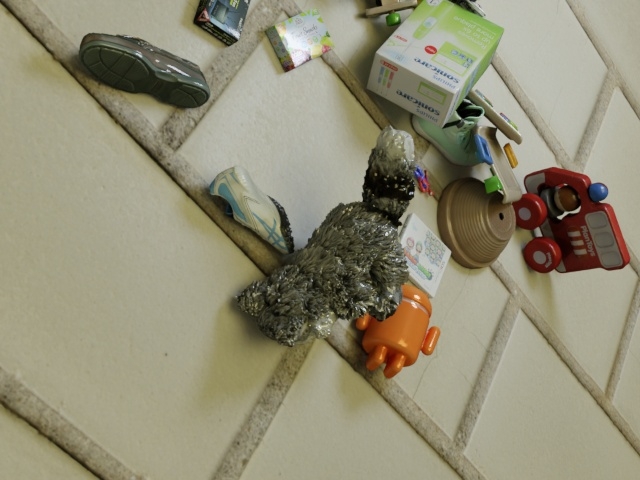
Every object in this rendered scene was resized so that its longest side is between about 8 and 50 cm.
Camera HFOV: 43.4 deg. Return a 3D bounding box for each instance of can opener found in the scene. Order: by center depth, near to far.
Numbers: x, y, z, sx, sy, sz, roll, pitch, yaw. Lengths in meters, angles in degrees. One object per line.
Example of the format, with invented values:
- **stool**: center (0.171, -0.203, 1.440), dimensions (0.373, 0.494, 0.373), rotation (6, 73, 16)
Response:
- **can opener**: center (0.383, -0.600, 2.026), dimensions (0.074, 0.093, 0.280), rotation (39, 11, -7)

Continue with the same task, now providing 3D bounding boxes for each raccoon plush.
- **raccoon plush**: center (0.000, 0.000, 1.547), dimensions (0.299, 0.216, 0.446), rotation (-10, 109, -42)

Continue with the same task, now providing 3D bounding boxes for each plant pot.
- **plant pot**: center (0.412, -0.050, 2.021), dimensions (0.237, 0.110, 0.237), rotation (9, 76, -39)

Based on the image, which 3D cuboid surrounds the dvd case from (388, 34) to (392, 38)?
- **dvd case**: center (0.208, -0.443, 1.988), dimensions (0.119, 0.013, 0.087), rotation (24, 66, -34)

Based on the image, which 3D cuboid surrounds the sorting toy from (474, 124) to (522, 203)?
- **sorting toy**: center (0.432, -0.183, 1.983), dimensions (0.348, 0.047, 0.196), rotation (-11, 80, -64)

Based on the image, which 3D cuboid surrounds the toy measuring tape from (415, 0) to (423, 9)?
- **toy measuring tape**: center (0.293, -0.619, 2.032), dimensions (0.121, 0.121, 0.330), rotation (-37, 106, -39)

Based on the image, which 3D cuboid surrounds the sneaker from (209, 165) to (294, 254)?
- **sneaker**: center (-0.129, -0.053, 1.585), dimensions (0.237, 0.086, 0.085), rotation (50, 24, -36)

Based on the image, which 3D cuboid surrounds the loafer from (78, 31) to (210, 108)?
- **loafer**: center (-0.322, -0.320, 1.467), dimensions (0.268, 0.096, 0.084), rotation (18, 50, -44)

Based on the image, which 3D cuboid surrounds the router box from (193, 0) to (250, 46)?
- **router box**: center (-0.196, -0.470, 1.626), dimensions (0.092, 0.038, 0.122), rotation (28, 64, -35)

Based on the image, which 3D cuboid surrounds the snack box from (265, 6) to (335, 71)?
- **snack box**: center (-0.042, -0.440, 1.754), dimensions (0.141, 0.037, 0.100), rotation (-37, 104, -39)

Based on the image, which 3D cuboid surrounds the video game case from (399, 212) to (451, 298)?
- **video game case**: center (0.241, 0.036, 1.913), dimensions (0.157, 0.019, 0.143), rotation (43, 56, -26)

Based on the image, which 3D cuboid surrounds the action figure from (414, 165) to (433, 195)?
- **action figure**: center (0.243, -0.156, 1.951), dimensions (0.115, 0.030, 0.038), rotation (58, 46, -18)

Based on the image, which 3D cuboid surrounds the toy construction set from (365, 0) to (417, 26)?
- **toy construction set**: center (0.116, -0.609, 1.831), dimensions (0.309, 0.257, 0.237), rotation (-12, 102, -22)

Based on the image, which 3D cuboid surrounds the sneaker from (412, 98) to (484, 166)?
- **sneaker**: center (0.365, -0.265, 1.996), dimensions (0.256, 0.151, 0.094), rotation (25, 64, -36)

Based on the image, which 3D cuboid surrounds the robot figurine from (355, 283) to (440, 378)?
- **robot figurine**: center (0.170, 0.188, 1.748), dimensions (0.128, 0.158, 0.219), rotation (56, 47, -46)

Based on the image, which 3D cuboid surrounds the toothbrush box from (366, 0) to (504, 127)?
- **toothbrush box**: center (0.272, -0.427, 1.887), dimensions (0.206, 0.122, 0.283), rotation (31, 57, 12)

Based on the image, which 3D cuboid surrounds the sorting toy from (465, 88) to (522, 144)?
- **sorting toy**: center (0.437, -0.322, 2.030), dimensions (0.193, 0.038, 0.208), rotation (43, 12, 1)

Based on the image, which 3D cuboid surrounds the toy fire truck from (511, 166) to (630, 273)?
- **toy fire truck**: center (0.673, -0.056, 2.150), dimensions (0.169, 0.254, 0.302), rotation (-24, 97, -41)
